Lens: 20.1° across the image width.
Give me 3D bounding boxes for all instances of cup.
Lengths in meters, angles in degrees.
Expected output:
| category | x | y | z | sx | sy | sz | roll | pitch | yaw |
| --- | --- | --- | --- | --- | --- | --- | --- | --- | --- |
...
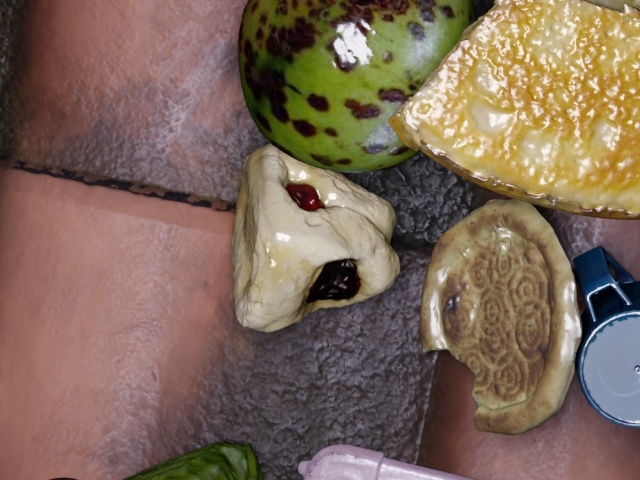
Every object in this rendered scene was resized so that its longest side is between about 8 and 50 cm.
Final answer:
| category | x | y | z | sx | sy | sz | roll | pitch | yaw |
| --- | --- | --- | --- | --- | --- | --- | --- | --- | --- |
| cup | 0.288 | 0.092 | 1.684 | 0.131 | 0.155 | 0.176 | -29 | 90 | 11 |

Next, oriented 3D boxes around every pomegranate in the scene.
| category | x | y | z | sx | sy | sz | roll | pitch | yaw |
| --- | --- | --- | --- | --- | --- | --- | --- | --- | --- |
| pomegranate | 0.062 | -0.152 | 1.697 | 0.242 | 0.242 | 0.306 | -41 | 118 | 11 |

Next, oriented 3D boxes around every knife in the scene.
| category | x | y | z | sx | sy | sz | roll | pitch | yaw |
| --- | --- | --- | --- | --- | --- | --- | --- | --- | --- |
| knife | 0.168 | 0.272 | 1.782 | 0.398 | 0.038 | 0.132 | 11 | 95 | 11 |

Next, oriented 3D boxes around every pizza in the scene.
| category | x | y | z | sx | sy | sz | roll | pitch | yaw |
| --- | --- | --- | --- | --- | --- | --- | --- | --- | --- |
| pizza | 0.228 | -0.136 | 1.578 | 0.323 | 0.089 | 0.223 | 11 | 95 | -6 |

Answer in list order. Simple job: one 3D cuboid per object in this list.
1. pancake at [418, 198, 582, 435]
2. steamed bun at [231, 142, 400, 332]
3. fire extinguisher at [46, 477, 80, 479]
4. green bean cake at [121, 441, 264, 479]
| category | x | y | z | sx | sy | sz | roll | pitch | yaw |
| --- | --- | --- | --- | --- | --- | --- | --- | --- | --- |
| pancake | 0.170 | 0.070 | 1.703 | 0.235 | 0.029 | 0.212 | 51 | 126 | 44 |
| steamed bun | 0.000 | 0.000 | 1.746 | 0.155 | 0.172 | 0.141 | 5 | 137 | -14 |
| fire extinguisher | -0.288 | 0.320 | 1.721 | 0.135 | 0.337 | 0.114 | 20 | 99 | 9 |
| green bean cake | -0.117 | 0.334 | 1.734 | 0.156 | 0.250 | 0.247 | -20 | 90 | 13 |
